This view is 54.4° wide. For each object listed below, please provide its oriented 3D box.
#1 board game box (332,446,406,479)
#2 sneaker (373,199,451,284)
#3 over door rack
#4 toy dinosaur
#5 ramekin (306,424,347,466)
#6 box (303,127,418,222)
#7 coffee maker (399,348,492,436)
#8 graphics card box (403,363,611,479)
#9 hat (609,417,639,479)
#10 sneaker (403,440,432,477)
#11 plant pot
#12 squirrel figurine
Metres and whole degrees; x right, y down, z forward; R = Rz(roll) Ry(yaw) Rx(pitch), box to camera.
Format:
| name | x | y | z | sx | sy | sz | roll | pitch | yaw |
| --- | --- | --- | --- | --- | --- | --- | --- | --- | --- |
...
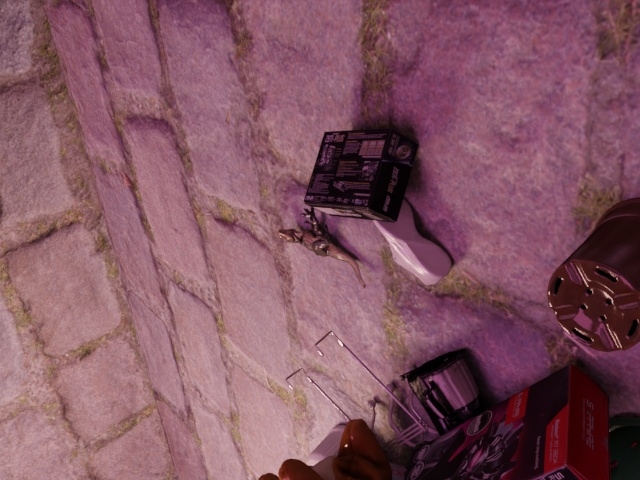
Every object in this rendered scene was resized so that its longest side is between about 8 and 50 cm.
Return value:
| name | x | y | z | sx | sy | sz | roll | pitch | yaw |
| --- | --- | --- | --- | --- | --- | --- | --- | --- | --- |
| board game box | 0.166 | 0.674 | 1.444 | 0.317 | 0.066 | 0.319 | 13 | 109 | 26 |
| sneaker | 0.149 | -0.001 | 1.169 | 0.212 | 0.080 | 0.094 | 54 | 157 | 12 |
| over door rack | 0.102 | 0.339 | 1.396 | 0.324 | 0.108 | 0.239 | 35 | 141 | 4 |
| toy dinosaur | 0.000 | 0.000 | 1.375 | 0.268 | 0.064 | 0.118 | 30 | 149 | 38 |
| ramekin | 0.074 | 0.636 | 1.640 | 0.273 | 0.127 | 0.273 | 31 | 134 | 39 |
| box | 0.069 | -0.118 | 1.123 | 0.180 | 0.077 | 0.147 | 8 | 80 | 50 |
| coffee maker | 0.260 | 0.318 | 1.213 | 0.178 | 0.120 | 0.171 | 60 | 169 | 6 |
| graphics card box | 0.277 | 0.371 | 0.992 | 0.094 | 0.233 | 0.371 | 44 | 124 | -3 |
| hat | 0.444 | 0.392 | 0.935 | 0.173 | 0.183 | 0.208 | 50 | 144 | 18 |
| sneaker | 0.335 | 0.487 | 1.216 | 0.146 | 0.134 | 0.343 | 36 | 162 | -33 |
| plant pot | 0.390 | 0.051 | 0.797 | 0.167 | 0.165 | 0.167 | 31 | 135 | 37 |
| squirrel figurine | 0.006 | 0.638 | 1.267 | 0.281 | 0.370 | 0.397 | -35 | 84 | 30 |
